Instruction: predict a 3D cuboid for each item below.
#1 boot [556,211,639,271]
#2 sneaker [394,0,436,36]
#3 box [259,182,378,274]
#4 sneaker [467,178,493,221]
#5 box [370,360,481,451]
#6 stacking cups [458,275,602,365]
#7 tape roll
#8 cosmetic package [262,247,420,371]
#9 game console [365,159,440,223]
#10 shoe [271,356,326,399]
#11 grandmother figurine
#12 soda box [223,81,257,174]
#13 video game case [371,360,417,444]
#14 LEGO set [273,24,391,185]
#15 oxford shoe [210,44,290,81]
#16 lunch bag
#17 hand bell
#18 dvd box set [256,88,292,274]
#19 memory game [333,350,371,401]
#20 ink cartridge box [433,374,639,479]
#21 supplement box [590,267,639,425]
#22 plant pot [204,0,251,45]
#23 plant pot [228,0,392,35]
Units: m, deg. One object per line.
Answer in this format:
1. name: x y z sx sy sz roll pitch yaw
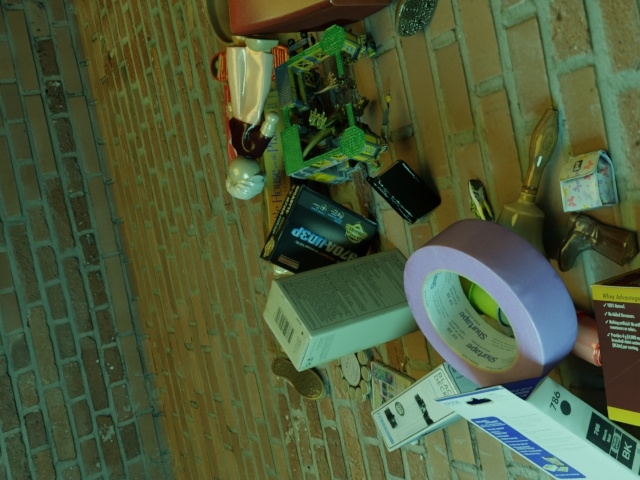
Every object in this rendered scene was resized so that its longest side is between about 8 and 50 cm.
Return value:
1. boot: 0.422 0.020 1.104 0.114 0.037 0.106 30 128 44
2. sneaker: 0.175 -0.465 1.307 0.071 0.066 0.188 -113 34 -48
3. box: 0.000 0.000 1.539 0.051 0.220 0.175 19 83 57
4. sneaker: 0.279 -0.068 1.300 0.035 0.031 0.083 -31 75 58
5. box: 0.237 0.297 1.372 0.087 0.169 0.290 65 146 20
6. stacking cups: 0.345 0.111 1.208 0.316 0.096 0.096 24 121 51
7. tape roll: 0.261 0.105 1.144 0.275 0.090 0.274 38 147 31
8. cosmetic package: 0.060 0.132 1.461 0.160 0.309 0.113 54 141 34
9. game console: 0.162 -0.100 1.437 0.122 0.071 0.107 45 -179 -13
10. shoe: -0.050 0.374 1.977 0.219 0.058 0.076 24 90 48
11. grandmother figurine: -0.155 -0.255 1.534 0.208 0.104 0.342 -137 49 -63
12. soda box: -0.197 -0.289 1.932 0.092 0.083 0.263 25 122 53
13. video game case: 0.167 0.368 1.653 0.143 0.019 0.157 17 116 55
14. LEGO set: 0.047 -0.264 1.510 0.255 0.192 0.331 -29 69 34
15. oxford shoe: -0.149 -0.443 1.802 0.271 0.098 0.096 9 105 37
16. lunch bag: 0.398 -0.088 1.084 0.071 0.053 0.083 -10 84 57
17. hand bell: 0.338 -0.088 1.156 0.126 0.126 0.242 32 115 50
18. dvd box set: -0.116 -0.153 1.759 0.307 0.062 0.420 -125 30 -76
19. memory game: 0.075 0.304 1.767 0.186 0.012 0.186 33 128 57
20. ink cartridge box: 0.350 0.289 1.096 0.333 0.065 0.165 34 151 -15
21. supplement box: 0.485 0.141 0.952 0.191 0.129 0.194 -1 100 59
22. plant pot: -0.188 -0.601 1.777 0.237 0.110 0.237 29 126 50
23. plant pot: -0.005 -0.539 1.391 0.236 0.267 0.267 13 113 42
